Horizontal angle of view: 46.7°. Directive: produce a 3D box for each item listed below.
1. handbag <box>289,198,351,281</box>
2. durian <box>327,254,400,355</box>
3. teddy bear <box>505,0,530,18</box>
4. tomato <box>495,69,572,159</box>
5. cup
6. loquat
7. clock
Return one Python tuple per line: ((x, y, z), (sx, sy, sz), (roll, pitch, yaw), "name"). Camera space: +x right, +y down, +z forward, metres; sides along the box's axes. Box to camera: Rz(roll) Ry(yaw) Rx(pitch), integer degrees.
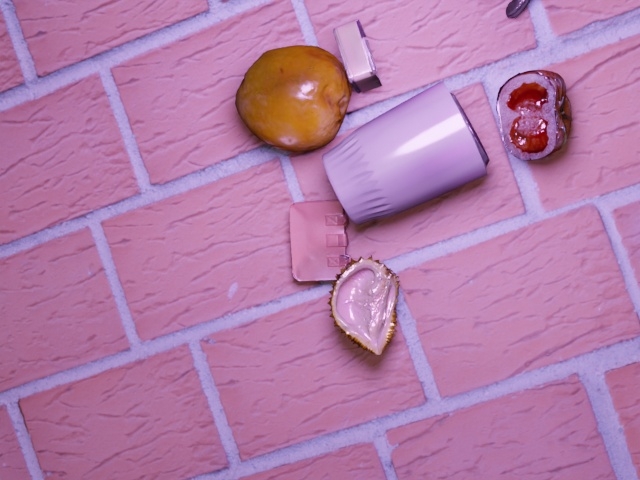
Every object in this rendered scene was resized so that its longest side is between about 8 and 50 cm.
((0.000, 0.000, 1.963), (0.157, 0.059, 0.212), (-3, 93, 9), "handbag")
((0.112, 0.159, 1.912), (0.183, 0.138, 0.249), (4, 91, 4), "durian")
((0.464, -0.656, 1.847), (0.251, 0.144, 0.171), (17, 129, -8), "teddy bear")
((0.545, -0.309, 1.824), (0.181, 0.155, 0.214), (3, 100, 42), "tomato")
((0.209, -0.206, 1.829), (0.372, 0.253, 0.253), (-26, 88, 9), "cup")
((-0.068, -0.360, 1.864), (0.284, 0.276, 0.276), (22, 95, 10), "loquat")
((0.096, -0.460, 1.865), (0.071, 0.192, 0.147), (-18, 90, 10), "clock")
